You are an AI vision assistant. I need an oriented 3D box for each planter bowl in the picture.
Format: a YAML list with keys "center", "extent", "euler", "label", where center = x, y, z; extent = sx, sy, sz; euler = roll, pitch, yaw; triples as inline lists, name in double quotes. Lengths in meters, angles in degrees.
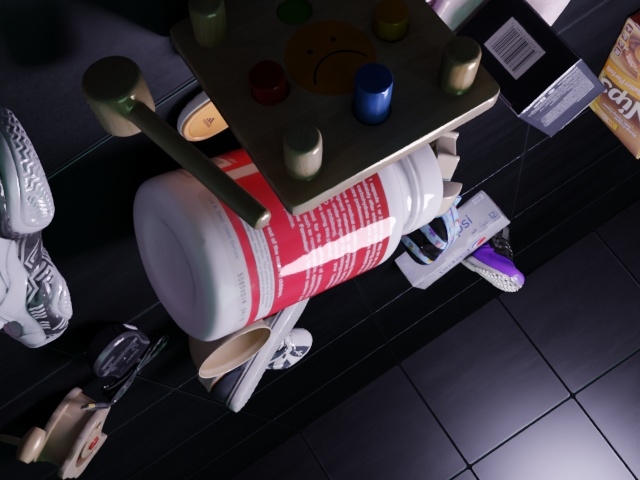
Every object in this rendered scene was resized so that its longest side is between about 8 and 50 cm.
- center: [-0.190, 0.176, 1.508]
  extent: [0.162, 0.109, 0.162]
  euler: [-30, 158, -14]
  label: "planter bowl"

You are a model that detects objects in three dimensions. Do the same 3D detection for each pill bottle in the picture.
- center: [-0.033, -0.036, 1.097]
  extent: [0.408, 0.229, 0.229]
  euler: [-22, 157, -30]
  label: "pill bottle"

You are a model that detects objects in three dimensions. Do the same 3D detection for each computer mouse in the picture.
- center: [-0.378, 0.221, 1.370]
  extent: [0.184, 0.060, 0.262]
  euler: [-51, 169, -3]
  label: "computer mouse"

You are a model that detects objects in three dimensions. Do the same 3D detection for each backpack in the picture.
- center: [0.209, -0.047, 1.536]
  extent: [0.117, 0.173, 0.158]
  euler: [-19, 154, -36]
  label: "backpack"

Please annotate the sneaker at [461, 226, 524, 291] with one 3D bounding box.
- center: [0.446, 0.022, 2.013]
  extent: [0.102, 0.293, 0.146]
  euler: [39, 90, -29]
  label: "sneaker"

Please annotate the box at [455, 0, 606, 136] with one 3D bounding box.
- center: [0.299, -0.247, 1.098]
  extent: [0.108, 0.153, 0.207]
  euler: [-43, 159, 21]
  label: "box"

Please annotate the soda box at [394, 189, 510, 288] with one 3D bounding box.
- center: [0.333, 0.002, 1.966]
  extent: [0.286, 0.091, 0.098]
  euler: [-40, 158, 15]
  label: "soda box"

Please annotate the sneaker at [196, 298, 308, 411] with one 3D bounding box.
- center: [-0.140, 0.191, 1.634]
  extent: [0.321, 0.127, 0.126]
  euler: [-57, 169, -12]
  label: "sneaker"

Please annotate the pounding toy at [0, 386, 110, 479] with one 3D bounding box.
- center: [-0.501, 0.350, 1.482]
  extent: [0.154, 0.155, 0.269]
  euler: [-59, 177, -17]
  label: "pounding toy"

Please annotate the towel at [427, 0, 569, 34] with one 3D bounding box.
- center: [0.252, -0.342, 1.109]
  extent: [0.332, 0.053, 0.317]
  euler: [-19, 154, -38]
  label: "towel"

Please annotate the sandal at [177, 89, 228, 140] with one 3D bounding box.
- center: [-0.049, -0.185, 0.953]
  extent: [0.265, 0.076, 0.102]
  euler: [-36, 160, 3]
  label: "sandal"

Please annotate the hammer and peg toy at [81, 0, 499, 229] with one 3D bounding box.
- center: [-0.030, -0.149, 0.789]
  extent: [0.361, 0.266, 0.127]
  euler: [-31, 160, -13]
  label: "hammer and peg toy"

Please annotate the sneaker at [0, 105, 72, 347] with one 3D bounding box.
- center: [-0.393, 0.025, 0.820]
  extent: [0.210, 0.137, 0.366]
  euler: [-23, 152, -27]
  label: "sneaker"

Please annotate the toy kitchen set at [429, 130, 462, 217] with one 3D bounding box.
- center: [0.140, -0.122, 1.426]
  extent: [0.207, 0.166, 0.122]
  euler: [9, 148, -7]
  label: "toy kitchen set"

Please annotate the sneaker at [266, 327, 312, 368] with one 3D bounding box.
- center: [-0.091, 0.239, 1.833]
  extent: [0.235, 0.094, 0.153]
  euler: [-5, 155, -36]
  label: "sneaker"

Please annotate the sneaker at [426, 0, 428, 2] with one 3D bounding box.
- center: [0.095, -0.307, 0.952]
  extent: [0.170, 0.068, 0.071]
  euler: [-49, -159, 11]
  label: "sneaker"

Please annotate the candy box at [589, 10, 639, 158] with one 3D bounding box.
- center: [0.688, -0.329, 1.633]
  extent: [0.087, 0.183, 0.316]
  euler: [-31, 160, -9]
  label: "candy box"
